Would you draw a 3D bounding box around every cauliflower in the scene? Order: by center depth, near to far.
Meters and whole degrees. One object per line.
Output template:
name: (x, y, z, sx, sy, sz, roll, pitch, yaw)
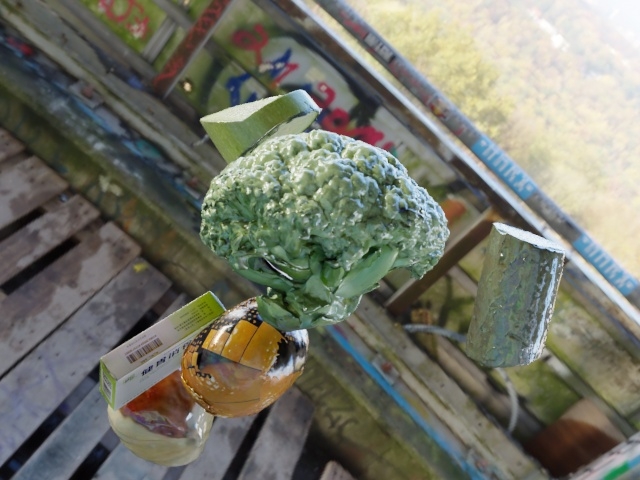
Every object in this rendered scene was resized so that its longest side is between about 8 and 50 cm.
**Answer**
cauliflower: (0.000, 0.000, 0.875, 0.275, 0.250, 0.272, 16, 11, 13)

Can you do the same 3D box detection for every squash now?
squash: (-0.106, -0.233, 1.438, 0.133, 0.220, 0.220, 62, 28, -2)

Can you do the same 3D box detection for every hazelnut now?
hazelnut: (-0.339, 0.385, 1.684, 0.241, 0.261, 0.261, 18, 13, 32)

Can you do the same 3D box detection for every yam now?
yam: (0.383, 0.109, 1.477, 0.161, 0.268, 0.161, 7, 12, -2)

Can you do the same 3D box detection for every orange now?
orange: (-0.131, 0.205, 1.315, 0.234, 0.234, 0.182, -4, 61, -55)

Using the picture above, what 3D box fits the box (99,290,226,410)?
box: (-0.321, 0.223, 1.521, 0.260, 0.175, 0.062, -31, 72, -30)
